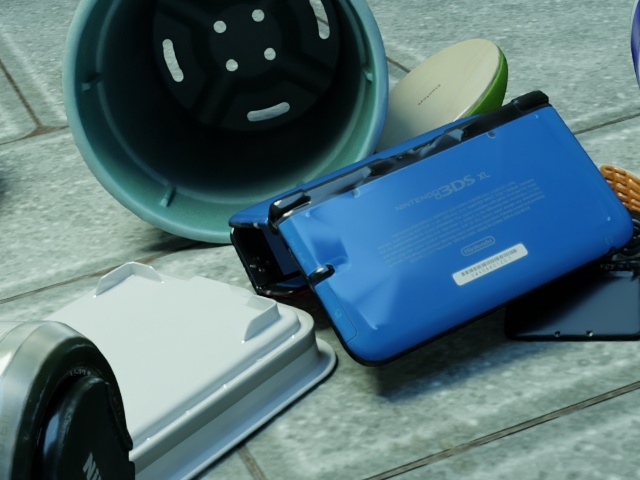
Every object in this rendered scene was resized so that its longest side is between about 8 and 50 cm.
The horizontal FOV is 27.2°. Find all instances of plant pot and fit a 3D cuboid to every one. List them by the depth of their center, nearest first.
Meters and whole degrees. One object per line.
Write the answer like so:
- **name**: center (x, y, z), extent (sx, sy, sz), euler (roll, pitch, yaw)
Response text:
- **plant pot**: center (-0.097, -0.206, 1.526), extent (0.341, 0.341, 0.334), euler (-8, 16, 3)

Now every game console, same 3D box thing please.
- **game console**: center (0.232, 0.054, 1.195), extent (0.122, 0.071, 0.107), euler (-1, -4, 15)
- **game console**: center (0.095, -0.013, 1.240), extent (0.293, 0.173, 0.250), euler (-24, 67, -16)
- **game console**: center (0.000, 0.000, 1.291), extent (0.144, 0.085, 0.124), euler (-18, 66, -20)

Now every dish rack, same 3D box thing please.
- **dish rack**: center (-0.181, 0.115, 1.142), extent (0.285, 0.072, 0.333), euler (12, 31, 39)

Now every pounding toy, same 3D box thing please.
- **pounding toy**: center (0.136, -0.115, 1.511), extent (0.236, 0.110, 0.183), euler (-31, 28, 25)

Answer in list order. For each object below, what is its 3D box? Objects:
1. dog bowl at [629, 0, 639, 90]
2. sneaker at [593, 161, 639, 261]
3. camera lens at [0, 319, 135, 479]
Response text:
- **dog bowl**: center (0.457, -0.205, 1.367), extent (0.264, 0.265, 0.104), euler (-4, 27, 11)
- **sneaker**: center (0.333, -0.027, 1.266), extent (0.262, 0.099, 0.121), euler (-1, -2, 35)
- **camera lens**: center (-0.277, 0.162, 0.883), extent (0.274, 0.219, 0.219), euler (0, 26, 11)
